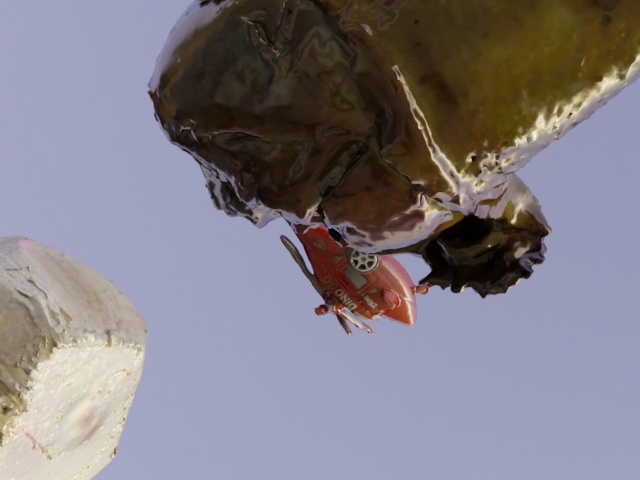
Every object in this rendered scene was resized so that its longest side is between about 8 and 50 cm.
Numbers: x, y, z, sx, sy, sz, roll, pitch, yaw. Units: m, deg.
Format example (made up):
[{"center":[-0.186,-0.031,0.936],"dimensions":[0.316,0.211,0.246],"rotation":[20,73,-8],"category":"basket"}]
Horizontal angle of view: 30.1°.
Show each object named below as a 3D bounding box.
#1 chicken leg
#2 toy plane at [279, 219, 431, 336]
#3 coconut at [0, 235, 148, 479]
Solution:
[{"center":[0.084,-0.073,0.568],"dimensions":[0.361,0.140,0.211],"rotation":[-3,-58,22],"category":"chicken leg"},{"center":[0.001,-0.002,0.924],"dimensions":[0.077,0.126,0.194],"rotation":[-42,-97,16],"category":"toy plane"},{"center":[-0.356,0.141,1.368],"dimensions":[0.254,0.297,0.297],"rotation":[41,-49,29],"category":"coconut"}]
